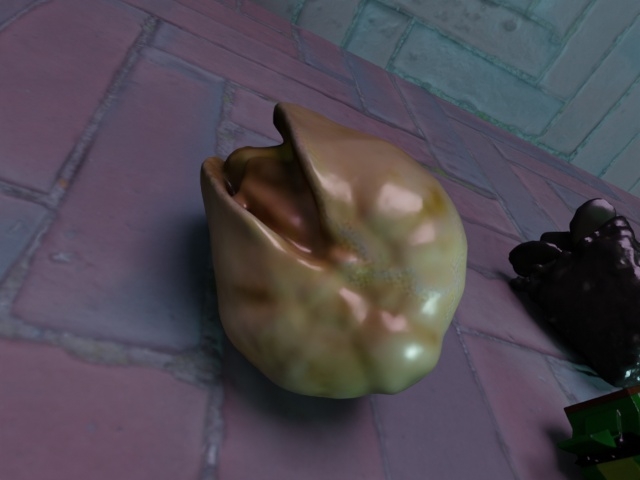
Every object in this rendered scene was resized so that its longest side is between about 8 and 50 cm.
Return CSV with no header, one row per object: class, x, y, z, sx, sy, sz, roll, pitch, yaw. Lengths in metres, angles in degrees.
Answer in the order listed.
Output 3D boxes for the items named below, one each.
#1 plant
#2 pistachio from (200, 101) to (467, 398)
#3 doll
plant,0.452,0.082,0.799,0.188,0.199,0.276,12,39,-40
pistachio,0.000,0.000,0.483,0.321,0.229,0.238,54,-5,41
doll,0.337,0.245,0.537,0.186,0.106,0.134,53,39,4
